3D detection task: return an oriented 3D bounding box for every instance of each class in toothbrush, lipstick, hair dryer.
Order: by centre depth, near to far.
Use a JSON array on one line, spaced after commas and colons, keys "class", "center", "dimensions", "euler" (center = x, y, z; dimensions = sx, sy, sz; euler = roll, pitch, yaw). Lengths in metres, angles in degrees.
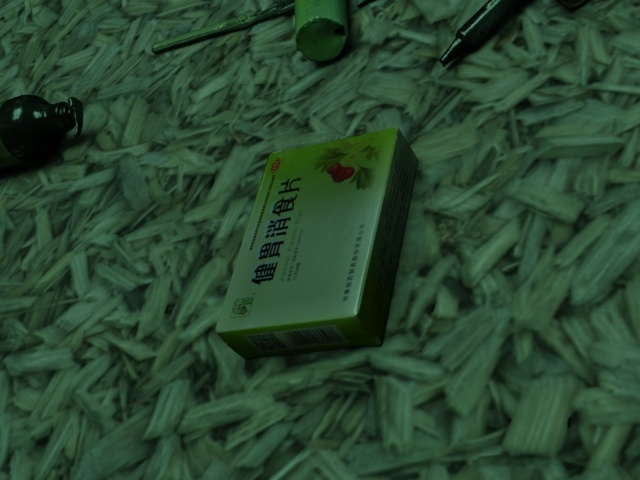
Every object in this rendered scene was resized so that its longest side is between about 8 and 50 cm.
[{"class": "hair dryer", "center": [0.213, -0.297, 1.295], "dimensions": [0.195, 0.050, 0.173], "euler": [-35, 38, 9]}, {"class": "lipstick", "center": [-0.001, -0.370, 1.490], "dimensions": [0.076, 0.076, 0.304], "euler": [-20, 44, 20]}, {"class": "toothbrush", "center": [-0.145, -0.328, 1.596], "dimensions": [0.294, 0.028, 0.026], "euler": [-14, 45, 33]}]

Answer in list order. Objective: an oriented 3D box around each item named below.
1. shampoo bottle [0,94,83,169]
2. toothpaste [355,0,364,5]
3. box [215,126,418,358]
[{"class": "shampoo bottle", "center": [-0.482, -0.167, 1.634], "dimensions": [0.284, 0.101, 0.101], "euler": [-12, 47, 27]}, {"class": "toothpaste", "center": [0.143, -0.403, 1.436], "dimensions": [0.234, 0.057, 0.089], "euler": [-23, 42, 26]}, {"class": "box", "center": [0.001, 0.001, 1.162], "dimensions": [0.175, 0.062, 0.260], "euler": [-9, 49, 30]}]
